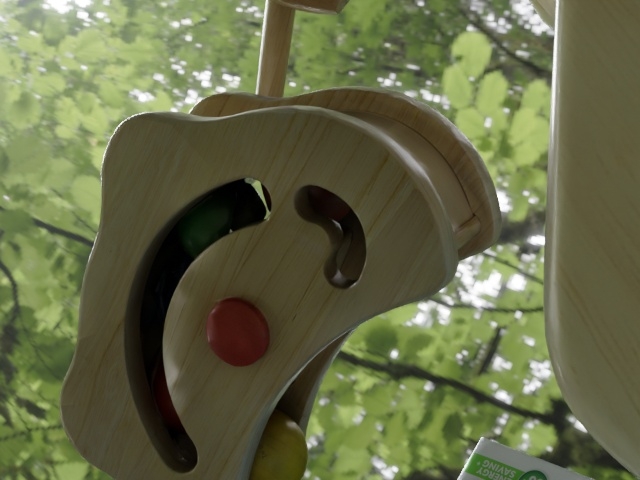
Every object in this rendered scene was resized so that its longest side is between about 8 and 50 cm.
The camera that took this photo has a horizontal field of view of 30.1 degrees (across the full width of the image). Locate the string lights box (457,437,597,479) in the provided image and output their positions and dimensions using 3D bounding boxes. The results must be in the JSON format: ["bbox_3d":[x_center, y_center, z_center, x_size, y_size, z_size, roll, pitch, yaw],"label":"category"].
[{"bbox_3d":[0.089,0.250,0.638,0.077,0.133,0.260,46,-111,-36],"label":"string lights box"}]

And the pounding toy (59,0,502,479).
[{"bbox_3d":[0.000,0.000,0.538,0.155,0.154,0.270,-30,-41,-62],"label":"pounding toy"}]

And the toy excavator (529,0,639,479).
[{"bbox_3d":[0.182,0.124,0.337,0.433,0.445,0.222,-63,-22,4],"label":"toy excavator"}]
